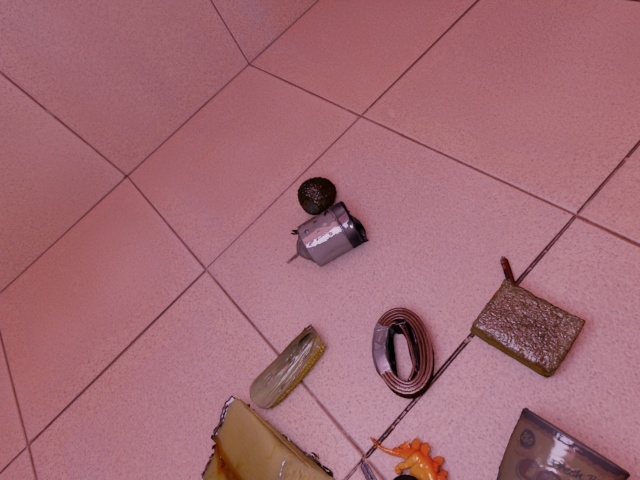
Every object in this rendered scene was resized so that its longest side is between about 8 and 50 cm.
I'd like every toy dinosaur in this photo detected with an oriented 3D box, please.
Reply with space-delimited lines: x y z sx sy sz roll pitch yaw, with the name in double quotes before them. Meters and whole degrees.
"toy dinosaur" 0.266 0.600 1.075 0.288 0.070 0.117 34 84 40

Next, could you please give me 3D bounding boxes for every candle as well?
"candle" 0.000 0.000 1.498 0.331 0.187 0.187 -30 53 7

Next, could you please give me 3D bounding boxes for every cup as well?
"cup" 0.549 0.576 0.908 0.301 0.227 0.256 30 88 5

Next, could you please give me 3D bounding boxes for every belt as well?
"belt" 0.250 0.341 1.222 0.184 0.105 0.261 -17 58 12

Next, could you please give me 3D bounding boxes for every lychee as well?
"lychee" -0.012 -0.188 1.639 0.172 0.171 0.171 -11 57 18

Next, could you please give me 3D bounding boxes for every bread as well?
"bread" 0.573 0.245 1.124 0.234 0.110 0.184 33 83 30
"bread" -0.173 0.724 1.161 0.405 0.242 0.345 14 68 49

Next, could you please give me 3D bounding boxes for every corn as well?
"corn" -0.106 0.416 1.323 0.305 0.123 0.122 -47 52 -9

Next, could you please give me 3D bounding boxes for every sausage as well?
"sausage" 0.590 0.134 1.243 0.028 0.025 0.198 -40 41 45

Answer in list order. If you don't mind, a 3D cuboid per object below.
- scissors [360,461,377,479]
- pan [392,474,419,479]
"scissors" 0.193 0.740 1.051 0.160 0.024 0.317 -36 53 3
"pan" 0.195 0.691 1.035 0.212 0.040 0.114 -45 54 21
